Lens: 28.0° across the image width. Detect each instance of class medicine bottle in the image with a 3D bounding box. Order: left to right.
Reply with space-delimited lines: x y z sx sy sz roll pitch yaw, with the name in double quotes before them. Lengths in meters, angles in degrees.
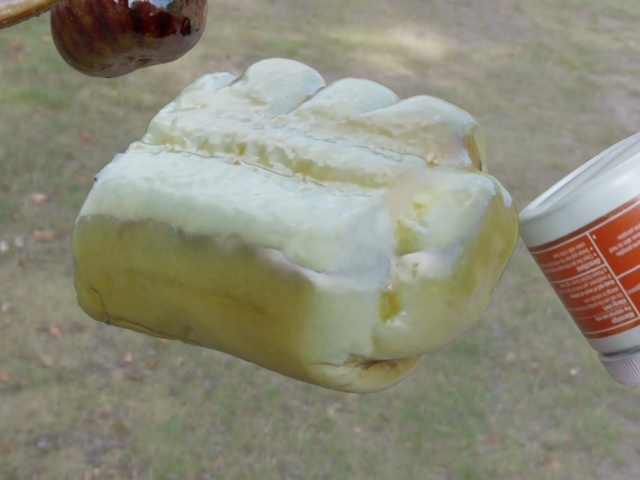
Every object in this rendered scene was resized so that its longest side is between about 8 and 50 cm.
"medicine bottle" 0.396 0.009 1.539 0.241 0.252 0.252 58 36 -3

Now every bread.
"bread" 0.000 0.000 1.109 0.341 0.210 0.300 11 42 16

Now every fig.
"fig" -0.183 -0.254 1.271 0.149 0.202 0.148 20 20 17

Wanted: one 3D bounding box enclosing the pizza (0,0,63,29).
"pizza" -0.288 -0.226 1.028 0.185 0.052 0.195 -20 43 -16
